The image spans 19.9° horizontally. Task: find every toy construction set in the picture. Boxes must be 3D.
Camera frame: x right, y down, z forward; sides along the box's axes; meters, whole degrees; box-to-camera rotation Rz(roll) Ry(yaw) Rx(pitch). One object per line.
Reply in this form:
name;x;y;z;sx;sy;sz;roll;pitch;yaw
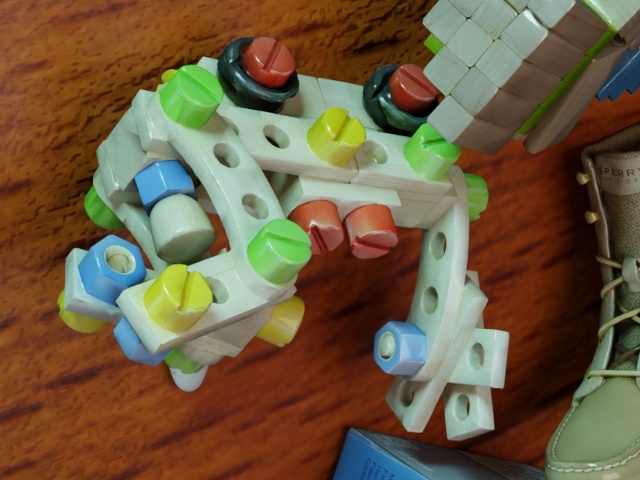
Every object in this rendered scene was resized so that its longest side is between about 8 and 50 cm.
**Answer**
toy construction set;0.000;0.000;1.044;0.151;0.215;0.328;-37;142;30

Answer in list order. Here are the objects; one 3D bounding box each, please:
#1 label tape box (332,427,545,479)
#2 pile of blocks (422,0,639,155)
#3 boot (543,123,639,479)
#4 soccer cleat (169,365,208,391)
label tape box;0.140;0.289;1.261;0.348;0.115;0.249;16;94;-32
pile of blocks;0.158;-0.154;1.149;0.362;0.112;0.149;-23;153;-47
boot;0.208;0.041;1.209;0.262;0.095;0.203;-37;121;-47
soccer cleat;-0.074;0.053;1.108;0.029;0.035;0.083;4;101;-33
